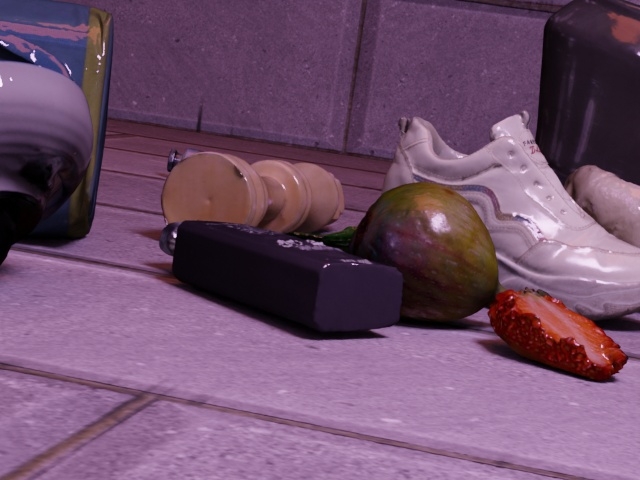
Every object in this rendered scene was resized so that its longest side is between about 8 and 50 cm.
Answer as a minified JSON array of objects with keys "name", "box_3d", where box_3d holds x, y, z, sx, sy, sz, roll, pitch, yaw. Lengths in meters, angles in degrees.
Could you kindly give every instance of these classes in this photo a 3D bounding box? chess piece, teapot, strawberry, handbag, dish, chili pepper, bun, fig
[{"name":"chess piece","box_3d":[-0.063,-0.053,1.728,0.117,0.117,0.397,11,6,20]},{"name":"teapot","box_3d":[0.432,-0.124,1.824,0.306,0.361,0.376,8,18,-34]},{"name":"strawberry","box_3d":[0.206,0.086,1.186,0.104,0.048,0.152,12,21,-28]},{"name":"handbag","box_3d":[-0.353,-0.138,1.460,0.241,0.263,0.222,5,-6,-10]},{"name":"dish","box_3d":[-0.311,-0.025,1.145,0.273,0.133,0.273,-20,-17,-6]},{"name":"chili pepper","box_3d":[0.002,0.003,1.654,0.118,0.035,0.055,-6,0,-23]},{"name":"bun","box_3d":[0.365,0.007,1.579,0.231,0.133,0.231,31,0,0]},{"name":"fig","box_3d":[0.144,0.040,1.311,0.245,0.149,0.149,26,2,-17]}]

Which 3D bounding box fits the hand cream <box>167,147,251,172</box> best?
[{"name":"hand cream","box_3d":[-0.136,-0.116,2.320,0.256,0.055,0.088,10,0,-1]}]

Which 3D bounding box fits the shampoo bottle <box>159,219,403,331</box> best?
[{"name":"shampoo bottle","box_3d":[-0.059,0.025,1.274,0.098,0.071,0.309,-2,10,-38]}]

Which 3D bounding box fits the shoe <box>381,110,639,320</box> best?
[{"name":"shoe","box_3d":[0.216,-0.034,1.450,0.342,0.210,0.132,11,8,19]}]
